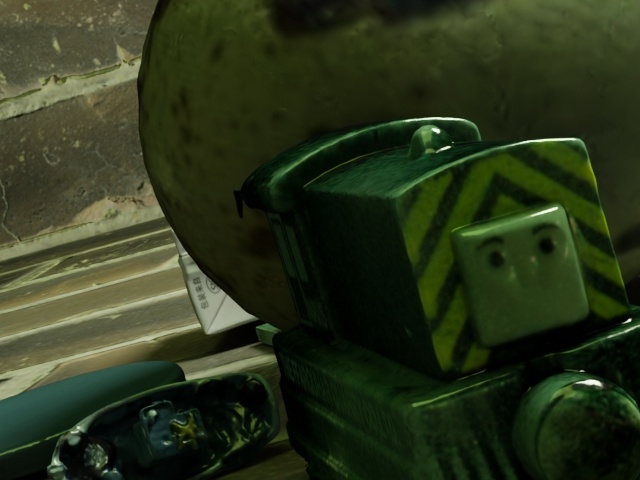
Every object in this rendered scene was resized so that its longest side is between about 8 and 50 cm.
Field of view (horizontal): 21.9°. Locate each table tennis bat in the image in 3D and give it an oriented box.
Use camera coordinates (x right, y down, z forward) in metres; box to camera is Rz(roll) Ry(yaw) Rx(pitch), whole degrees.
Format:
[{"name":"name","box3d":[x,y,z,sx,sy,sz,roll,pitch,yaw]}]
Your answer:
[{"name":"table tennis bat","box3d":[-0.238,0.142,1.140,0.329,0.044,0.215,-19,8,-40]}]

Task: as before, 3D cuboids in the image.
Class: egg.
[{"name":"egg","box3d":[0.094,-0.108,1.052,0.427,0.345,0.345,-21,7,-3]}]

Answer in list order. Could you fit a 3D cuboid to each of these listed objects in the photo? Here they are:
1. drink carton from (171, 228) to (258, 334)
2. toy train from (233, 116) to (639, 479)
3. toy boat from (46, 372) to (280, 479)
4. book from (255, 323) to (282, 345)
[{"name":"drink carton","box3d":[-0.001,0.000,1.386,0.222,0.102,0.134,-19,2,7]},{"name":"toy train","box3d":[0.052,0.034,0.756,0.138,0.178,0.330,-17,6,-12]},{"name":"toy boat","box3d":[-0.089,0.112,0.938,0.137,0.060,0.061,-15,-15,-15]},{"name":"book","box3d":[0.025,0.056,1.296,0.135,0.017,0.103,-18,6,-16]}]
